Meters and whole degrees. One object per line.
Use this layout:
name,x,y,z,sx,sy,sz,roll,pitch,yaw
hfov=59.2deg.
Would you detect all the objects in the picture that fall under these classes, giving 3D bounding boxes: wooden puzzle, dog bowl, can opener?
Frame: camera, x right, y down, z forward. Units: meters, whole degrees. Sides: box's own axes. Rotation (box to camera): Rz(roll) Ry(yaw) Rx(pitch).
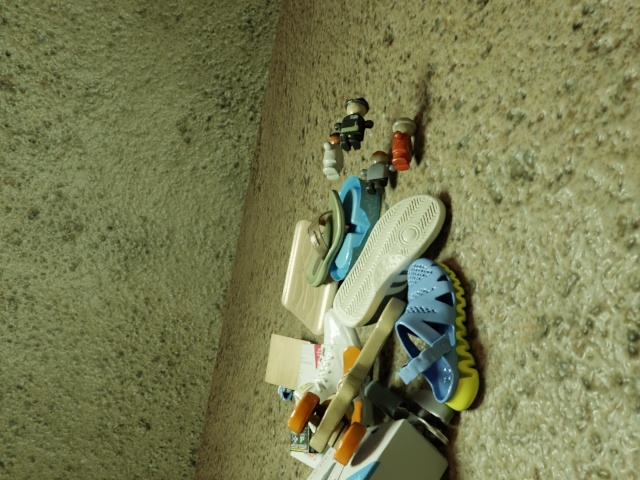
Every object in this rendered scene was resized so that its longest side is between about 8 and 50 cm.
wooden puzzle,-0.012,0.109,1.833,0.347,0.080,0.323,-159,78,-65
dog bowl,0.098,-0.030,1.587,0.166,0.074,0.298,-177,97,-70
can opener,0.191,0.346,1.195,0.095,0.076,0.283,-50,16,-10

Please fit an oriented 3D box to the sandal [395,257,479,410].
sandal,0.209,0.166,1.099,0.126,0.138,0.318,118,155,-46

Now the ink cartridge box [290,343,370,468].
ink cartridge box,0.026,0.431,1.488,0.226,0.131,0.307,156,122,-66

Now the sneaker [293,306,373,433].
sneaker,0.014,0.312,1.325,0.108,0.169,0.293,-21,81,65

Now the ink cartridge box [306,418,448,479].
ink cartridge box,0.082,0.503,1.145,0.223,0.129,0.307,-45,-1,-32

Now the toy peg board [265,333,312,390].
toy peg board,-0.088,0.402,1.870,0.160,0.079,0.162,5,85,34

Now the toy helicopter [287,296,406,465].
toy helicopter,0.084,0.283,1.190,0.355,0.140,0.235,-59,-14,-6

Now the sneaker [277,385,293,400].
sneaker,-0.111,0.491,1.958,0.059,0.053,0.144,-128,43,-62

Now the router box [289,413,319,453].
router box,-0.036,0.476,1.393,0.122,0.038,0.092,146,130,-60

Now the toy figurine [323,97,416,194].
toy figurine,0.119,-0.237,1.428,0.209,0.212,0.148,128,155,-58

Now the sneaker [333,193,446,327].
sneaker,0.172,0.051,1.294,0.350,0.148,0.131,-53,57,12

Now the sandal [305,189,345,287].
sandal,0.000,0.002,1.603,0.120,0.086,0.303,-117,41,-59
